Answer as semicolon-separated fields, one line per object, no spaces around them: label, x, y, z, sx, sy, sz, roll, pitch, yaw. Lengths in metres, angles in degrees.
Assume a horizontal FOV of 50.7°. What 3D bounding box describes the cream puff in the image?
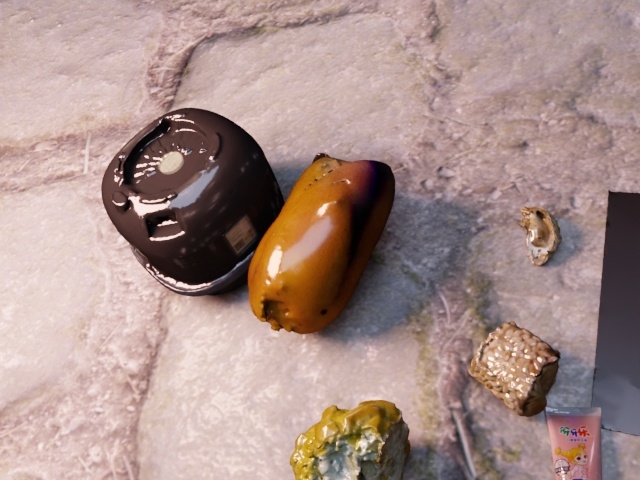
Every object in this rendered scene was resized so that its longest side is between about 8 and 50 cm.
cream puff;0.035;0.261;0.829;0.156;0.156;0.121;-2;23;14

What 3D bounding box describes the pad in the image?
pad;0.499;0.092;0.888;0.247;0.007;0.367;7;62;18

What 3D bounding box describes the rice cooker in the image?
rice cooker;-0.191;-0.058;1.031;0.267;0.224;0.267;-8;58;13

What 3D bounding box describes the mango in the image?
mango;0.000;0.000;0.971;0.152;0.201;0.287;26;79;6

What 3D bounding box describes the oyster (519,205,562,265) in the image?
oyster;0.321;-0.006;0.990;0.080;0.038;0.083;21;94;52

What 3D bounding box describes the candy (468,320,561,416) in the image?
candy;0.252;0.162;0.865;0.110;0.085;0.095;32;61;33

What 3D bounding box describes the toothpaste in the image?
toothpaste;0.307;0.289;0.798;0.067;0.043;0.194;-3;53;17
